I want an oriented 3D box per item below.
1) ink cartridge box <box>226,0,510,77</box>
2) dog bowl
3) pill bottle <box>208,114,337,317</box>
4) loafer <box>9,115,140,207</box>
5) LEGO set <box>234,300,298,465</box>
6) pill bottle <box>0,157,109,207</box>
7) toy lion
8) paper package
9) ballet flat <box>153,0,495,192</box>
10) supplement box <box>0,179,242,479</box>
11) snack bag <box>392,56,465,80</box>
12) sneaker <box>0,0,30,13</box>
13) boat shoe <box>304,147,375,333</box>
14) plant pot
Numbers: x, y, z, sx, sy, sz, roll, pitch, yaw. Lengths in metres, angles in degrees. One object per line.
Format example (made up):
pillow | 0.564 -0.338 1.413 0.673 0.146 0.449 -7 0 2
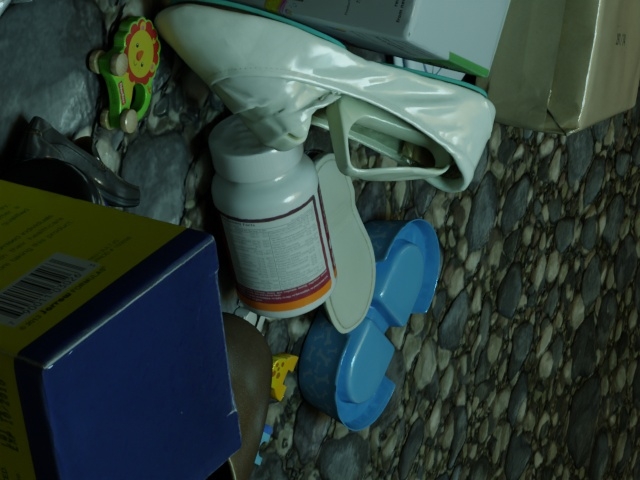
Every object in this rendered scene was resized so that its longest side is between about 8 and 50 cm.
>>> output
ink cartridge box | 0.032 -0.270 1.570 0.201 0.278 0.117 10 96 -60
dog bowl | 0.063 0.103 1.972 0.297 0.074 0.166 -66 148 -17
pill bottle | -0.055 -0.031 1.674 0.121 0.121 0.221 -47 138 -39
loafer | -0.227 -0.071 1.436 0.170 0.062 0.061 22 78 -61
LEGO set | -0.094 0.172 1.729 0.093 0.087 0.227 39 67 -57
pill bottle | -0.233 0.022 1.383 0.122 0.123 0.219 -65 161 -18
toy lion | -0.189 -0.170 1.490 0.096 0.034 0.100 -49 141 -50
paper package | 0.363 -0.329 2.156 0.325 0.168 0.309 -22 122 -62
ballet flat | 0.011 -0.141 1.561 0.400 0.139 0.139 15 89 -26
supplement box | -0.265 0.083 1.142 0.195 0.357 0.194 -40 135 -45
snack bag | 0.175 -0.367 2.003 0.342 0.037 0.323 -52 143 -40
sneaker | -0.299 -0.186 1.203 0.366 0.137 0.210 -37 133 -40
boat shoe | 0.000 0.000 1.816 0.095 0.079 0.254 -43 132 -31
plant pot | -0.143 0.175 1.564 0.230 0.215 0.215 -53 144 -56
